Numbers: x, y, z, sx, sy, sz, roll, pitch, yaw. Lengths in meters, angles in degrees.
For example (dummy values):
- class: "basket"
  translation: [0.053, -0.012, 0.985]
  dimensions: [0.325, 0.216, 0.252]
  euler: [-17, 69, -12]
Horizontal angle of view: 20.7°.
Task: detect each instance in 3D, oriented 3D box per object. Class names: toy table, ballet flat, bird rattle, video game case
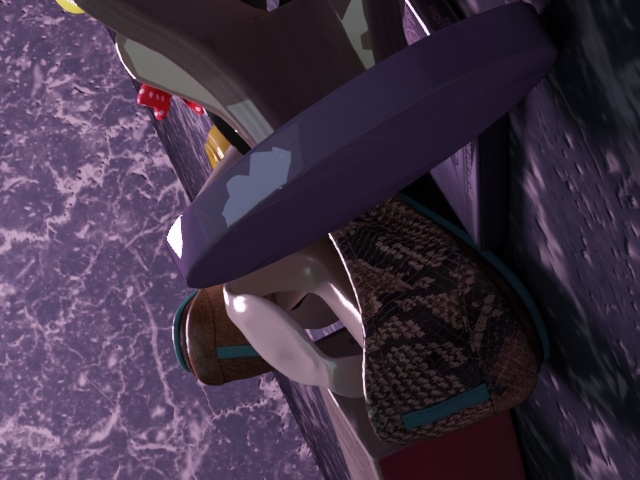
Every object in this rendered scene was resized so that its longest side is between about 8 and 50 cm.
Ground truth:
- class: "toy table"
  translation: [-0.013, -0.102, 0.952]
  dimensions: [0.252, 0.274, 0.161]
  euler: [-15, -105, -55]
- class: "ballet flat"
  translation: [0.000, 0.000, 1.354]
  dimensions: [0.483, 0.182, 0.164]
  euler: [54, 168, 55]
- class: "ballet flat"
  translation: [-0.007, 0.020, 1.543]
  dimensions: [0.342, 0.124, 0.116]
  euler: [-48, -48, -57]
- class: "bird rattle"
  translation: [-0.224, -0.278, 2.376]
  dimensions: [0.253, 0.143, 0.207]
  euler: [51, -177, 2]
- class: "video game case"
  translation: [0.048, -0.145, 1.155]
  dimensions: [0.274, 0.026, 0.196]
  euler: [61, 172, 27]

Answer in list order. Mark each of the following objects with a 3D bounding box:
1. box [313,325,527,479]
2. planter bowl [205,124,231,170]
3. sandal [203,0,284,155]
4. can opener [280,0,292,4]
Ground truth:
- class: "box"
  translation: [0.093, 0.183, 1.525]
  dimensions: [0.148, 0.127, 0.232]
  euler: [56, 169, 44]
- class: "planter bowl"
  translation: [-0.064, -0.078, 1.882]
  dimensions: [0.217, 0.090, 0.217]
  euler: [62, 173, 14]
- class: "sandal"
  translation: [-0.055, -0.197, 1.393]
  dimensions: [0.120, 0.086, 0.303]
  euler: [34, -145, -46]
- class: "can opener"
  translation: [-0.052, -0.260, 1.318]
  dimensions: [0.186, 0.059, 0.073]
  euler: [68, 171, -24]
